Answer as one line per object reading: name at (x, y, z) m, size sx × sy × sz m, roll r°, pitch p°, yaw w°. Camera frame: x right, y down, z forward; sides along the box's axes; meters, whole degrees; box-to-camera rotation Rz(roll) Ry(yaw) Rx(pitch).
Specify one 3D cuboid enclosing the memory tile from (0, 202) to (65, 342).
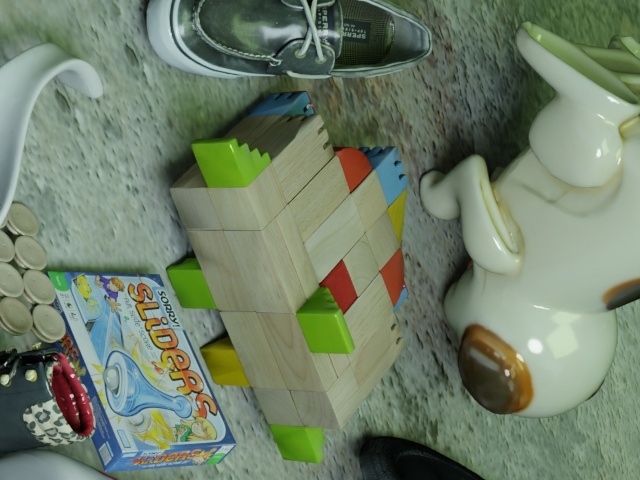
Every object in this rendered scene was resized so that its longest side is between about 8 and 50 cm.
memory tile at (-0.285, 0.021, 1.476) m, size 0.113 × 0.012 × 0.148 m, roll 16°, pitch 46°, yaw -47°

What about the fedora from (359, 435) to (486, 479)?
fedora at (0.139, 0.370, 1.861) m, size 0.334 × 0.334 × 0.152 m, roll 26°, pitch 108°, yaw -43°

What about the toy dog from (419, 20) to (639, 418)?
toy dog at (0.299, 0.013, 1.871) m, size 0.284 × 0.395 × 0.408 m, roll -13°, pitch 139°, yaw -56°

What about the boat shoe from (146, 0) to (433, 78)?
boat shoe at (-0.019, -0.225, 1.683) m, size 0.335 × 0.119 × 0.121 m, roll -6°, pitch 100°, yaw -44°

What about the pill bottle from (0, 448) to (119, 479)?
pill bottle at (-0.159, 0.365, 1.553) m, size 0.407 × 0.229 × 0.229 m, roll 34°, pitch 72°, yaw -41°

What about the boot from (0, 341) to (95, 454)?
boot at (-0.312, 0.104, 1.398) m, size 0.085 × 0.178 × 0.236 m, roll -82°, pitch 153°, yaw -51°

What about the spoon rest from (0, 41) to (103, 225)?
spoon rest at (-0.294, -0.084, 1.445) m, size 0.276 × 0.137 × 0.084 m, roll -51°, pitch 162°, yaw -34°

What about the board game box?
board game box at (-0.174, 0.119, 1.552) m, size 0.136 × 0.035 × 0.201 m, roll 2°, pitch 50°, yaw -45°

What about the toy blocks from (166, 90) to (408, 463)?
toy blocks at (0.000, 0.000, 1.719) m, size 0.261 × 0.190 × 0.381 m, roll -48°, pitch 127°, yaw -43°
